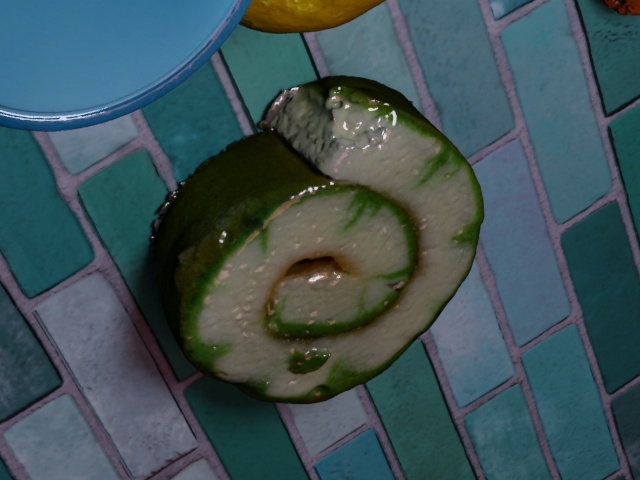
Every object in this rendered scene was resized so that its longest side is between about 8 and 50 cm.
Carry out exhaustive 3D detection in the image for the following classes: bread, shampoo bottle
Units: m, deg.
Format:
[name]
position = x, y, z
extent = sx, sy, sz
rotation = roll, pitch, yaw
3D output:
[bread]
position = 0.000, 0.000, 2.098
extent = 0.366, 0.129, 0.381
rotation = -8, 125, -27
[shampoo bottle]
position = -0.254, -0.313, 1.560
extent = 0.331, 0.342, 0.331
rotation = -17, 130, -22

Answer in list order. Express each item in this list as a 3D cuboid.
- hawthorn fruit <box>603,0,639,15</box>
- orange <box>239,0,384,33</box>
[hawthorn fruit]
position = 0.354, -0.297, 2.150
extent = 0.093, 0.093, 0.093
rotation = -17, 129, -22
[orange]
position = -0.024, -0.328, 1.764
extent = 0.279, 0.235, 0.279
rotation = -2, 136, -2
